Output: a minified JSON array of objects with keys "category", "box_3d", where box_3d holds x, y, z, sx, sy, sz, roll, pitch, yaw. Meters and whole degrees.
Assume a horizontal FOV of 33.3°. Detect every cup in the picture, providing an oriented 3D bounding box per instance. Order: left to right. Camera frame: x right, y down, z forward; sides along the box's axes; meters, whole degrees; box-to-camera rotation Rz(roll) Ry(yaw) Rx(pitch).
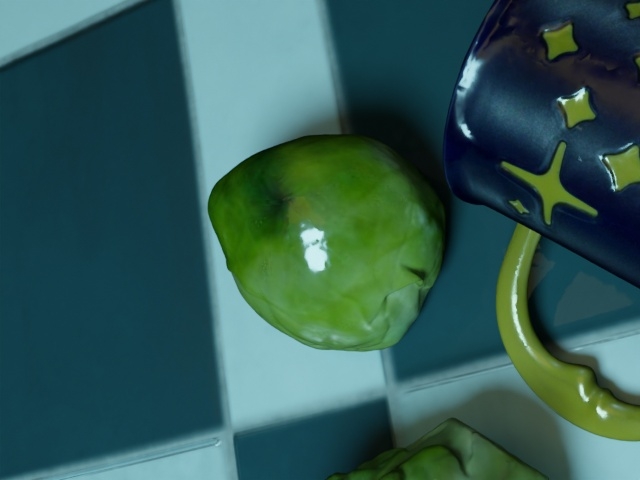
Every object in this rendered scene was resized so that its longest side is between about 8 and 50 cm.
[{"category":"cup","box_3d":[0.219,-0.013,0.593,0.256,0.255,0.178,34,58,28]}]

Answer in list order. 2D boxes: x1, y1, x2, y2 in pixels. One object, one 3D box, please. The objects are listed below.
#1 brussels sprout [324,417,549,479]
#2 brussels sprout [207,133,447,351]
[{"category":"brussels sprout","box_3d":[0.063,0.196,0.609,0.181,0.144,0.161,-46,34,-1]},{"category":"brussels sprout","box_3d":[0.000,-0.003,0.702,0.151,0.122,0.149,-39,60,14]}]
